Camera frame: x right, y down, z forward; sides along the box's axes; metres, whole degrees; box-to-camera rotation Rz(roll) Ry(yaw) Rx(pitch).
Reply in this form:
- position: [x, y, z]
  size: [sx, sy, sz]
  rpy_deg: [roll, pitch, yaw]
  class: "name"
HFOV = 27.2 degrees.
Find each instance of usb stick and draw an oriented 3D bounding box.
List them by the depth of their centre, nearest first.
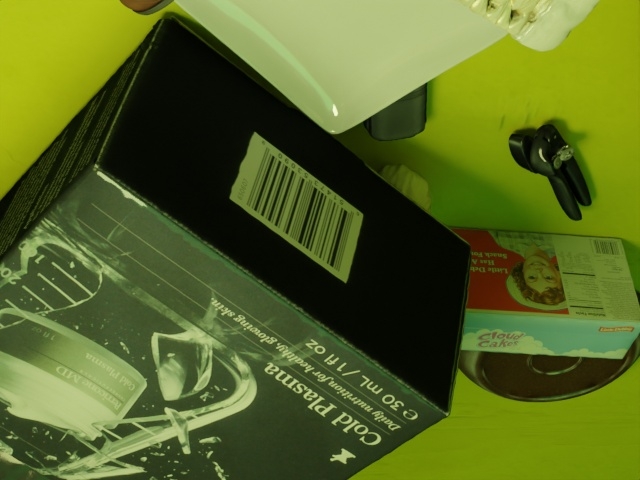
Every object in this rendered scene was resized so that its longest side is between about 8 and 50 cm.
- position: [0.085, -0.218, 1.507]
  size: [0.077, 0.045, 0.278]
  rpy_deg: [-3, 141, 0]
  class: "usb stick"

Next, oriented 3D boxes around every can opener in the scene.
- position: [0.308, -0.088, 1.695]
  size: [0.059, 0.073, 0.186]
  rpy_deg: [-53, 136, -4]
  class: "can opener"

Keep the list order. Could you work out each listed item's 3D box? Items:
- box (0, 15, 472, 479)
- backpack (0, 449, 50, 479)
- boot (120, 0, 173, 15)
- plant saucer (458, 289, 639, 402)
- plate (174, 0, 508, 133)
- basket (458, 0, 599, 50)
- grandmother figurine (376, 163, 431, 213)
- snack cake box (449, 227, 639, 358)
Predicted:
- position: [-0.158, 0.085, 1.576]
  size: [0.480, 0.297, 0.472]
  rpy_deg: [36, 130, -18]
  class: "box"
- position: [-0.413, 0.305, 1.895]
  size: [0.290, 0.355, 0.273]
  rpy_deg: [-20, 100, 0]
  class: "backpack"
- position: [-0.222, -0.335, 1.230]
  size: [0.280, 0.096, 0.264]
  rpy_deg: [3, 143, -37]
  class: "boot"
- position: [0.353, 0.163, 2.007]
  size: [0.311, 0.050, 0.310]
  rpy_deg: [-2, 142, -2]
  class: "plant saucer"
- position: [0.016, -0.259, 1.399]
  size: [0.277, 0.045, 0.278]
  rpy_deg: [39, 136, -25]
  class: "plate"
- position: [0.158, -0.398, 1.069]
  size: [0.266, 0.331, 0.328]
  rpy_deg: [19, 135, -23]
  class: "basket"
- position: [0.000, 0.000, 1.730]
  size: [0.342, 0.104, 0.208]
  rpy_deg: [-27, 145, 29]
  class: "grandmother figurine"
- position: [0.289, 0.072, 1.803]
  size: [0.264, 0.152, 0.089]
  rpy_deg: [4, 141, -10]
  class: "snack cake box"
